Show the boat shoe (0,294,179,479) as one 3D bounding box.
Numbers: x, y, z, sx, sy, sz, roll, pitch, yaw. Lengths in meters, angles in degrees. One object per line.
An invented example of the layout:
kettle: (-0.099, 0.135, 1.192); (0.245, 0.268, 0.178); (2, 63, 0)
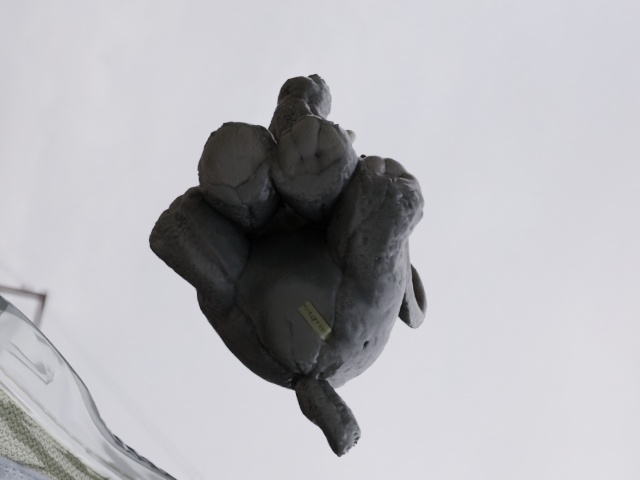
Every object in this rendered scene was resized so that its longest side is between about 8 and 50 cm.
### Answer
boat shoe: (-0.136, 0.139, 0.734); (0.118, 0.320, 0.103); (9, -125, 31)

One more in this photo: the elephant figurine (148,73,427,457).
elephant figurine: (0.000, 0.000, 0.957); (0.186, 0.169, 0.239); (-60, 175, 4)
